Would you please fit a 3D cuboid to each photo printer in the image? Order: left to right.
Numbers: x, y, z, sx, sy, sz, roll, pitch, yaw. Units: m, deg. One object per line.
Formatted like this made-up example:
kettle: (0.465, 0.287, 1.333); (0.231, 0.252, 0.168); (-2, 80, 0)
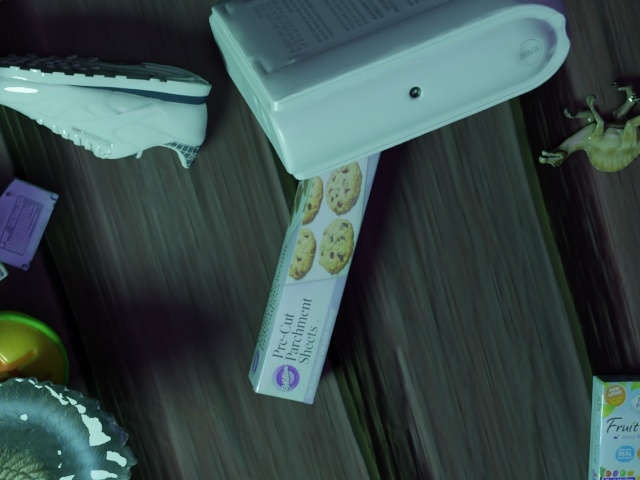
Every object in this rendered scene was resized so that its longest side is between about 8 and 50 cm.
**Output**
photo printer: (0.071, -0.195, 1.878); (0.307, 0.256, 0.107); (-23, 124, -7)

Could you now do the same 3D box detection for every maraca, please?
maraca: (-0.315, 0.146, 1.953); (0.127, 0.099, 0.186); (11, 121, -10)

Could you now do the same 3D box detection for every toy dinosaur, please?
toy dinosaur: (0.315, -0.112, 2.052); (0.183, 0.053, 0.093); (0, 117, -4)

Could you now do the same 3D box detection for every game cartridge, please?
game cartridge: (-0.299, -0.017, 1.962); (0.056, 0.017, 0.083); (22, 96, -18)

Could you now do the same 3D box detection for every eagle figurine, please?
eagle figurine: (-0.340, 0.253, 1.898); (0.298, 0.226, 0.225); (-15, 95, -21)

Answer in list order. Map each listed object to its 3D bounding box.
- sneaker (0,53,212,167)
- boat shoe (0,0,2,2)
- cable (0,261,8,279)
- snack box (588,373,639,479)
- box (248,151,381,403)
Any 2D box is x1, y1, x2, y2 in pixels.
sneaker: (-0.224, -0.126, 1.922); (0.235, 0.090, 0.095); (7, 109, -11)
boat shoe: (-0.296, -0.281, 1.897); (0.206, 0.075, 0.065); (-44, 149, -5)
cable: (-0.444, 0.076, 1.843); (0.257, 0.257, 0.089); (-51, 151, -33)
snack box: (0.339, 0.214, 2.120); (0.100, 0.037, 0.141); (-1, 101, -12)
box: (0.000, 0.000, 1.998); (0.067, 0.063, 0.324); (14, 98, -12)
